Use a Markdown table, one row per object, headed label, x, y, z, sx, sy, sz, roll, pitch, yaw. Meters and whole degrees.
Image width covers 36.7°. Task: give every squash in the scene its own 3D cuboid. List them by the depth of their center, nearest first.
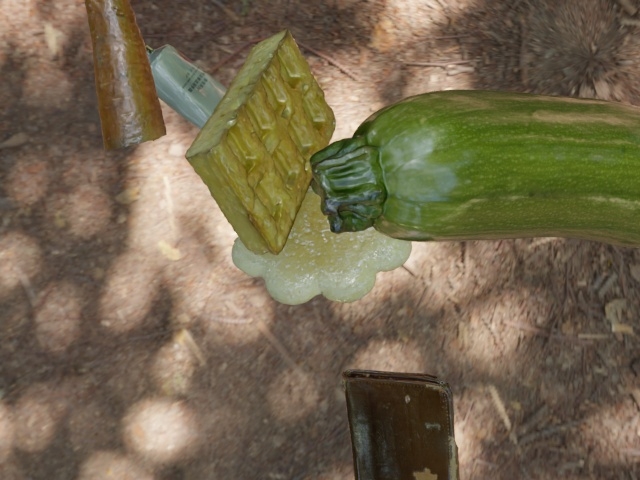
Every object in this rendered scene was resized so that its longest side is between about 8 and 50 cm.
| label | x | y | z | sx | sy | sz | roll | pitch | yaw |
| --- | --- | --- | --- | --- | --- | --- | --- | --- | --- |
| squash | 0.106 | -0.031 | 0.431 | 0.258 | 0.069 | 0.069 | 3 | 105 | -30 |

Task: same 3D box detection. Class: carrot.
| label | x | y | z | sx | sy | sz | roll | pitch | yaw |
| --- | --- | --- | --- | --- | --- | --- | --- | --- | --- |
| carrot | -0.194 | -0.193 | 0.901 | 0.061 | 0.061 | 0.210 | -8 | 99 | 17 |

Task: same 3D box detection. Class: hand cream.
| label | x | y | z | sx | sy | sz | roll | pitch | yaw |
| --- | --- | --- | --- | --- | --- | --- | --- | --- | --- |
| hand cream | -0.174 | -0.220 | 1.614 | 0.340 | 0.124 | 0.078 | 36 | 132 | -11 |

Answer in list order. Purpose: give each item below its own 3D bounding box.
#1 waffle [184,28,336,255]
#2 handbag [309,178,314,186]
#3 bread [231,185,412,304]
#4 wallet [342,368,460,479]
| label | x | y | z | sx | sy | sz | roll | pitch | yaw |
| --- | --- | --- | --- | --- | --- | --- | --- | --- | --- |
| waffle | -0.066 | -0.125 | 1.218 | 0.057 | 0.274 | 0.168 | -9 | 129 | 30 |
| handbag | -0.039 | -0.067 | 1.501 | 0.088 | 0.254 | 0.211 | -25 | 72 | 18 |
| bread | 0.000 | 0.000 | 1.326 | 0.251 | 0.039 | 0.182 | -1 | 63 | 7 |
| wallet | 0.069 | 0.189 | 0.795 | 0.095 | 0.026 | 0.176 | 2 | 110 | 23 |
